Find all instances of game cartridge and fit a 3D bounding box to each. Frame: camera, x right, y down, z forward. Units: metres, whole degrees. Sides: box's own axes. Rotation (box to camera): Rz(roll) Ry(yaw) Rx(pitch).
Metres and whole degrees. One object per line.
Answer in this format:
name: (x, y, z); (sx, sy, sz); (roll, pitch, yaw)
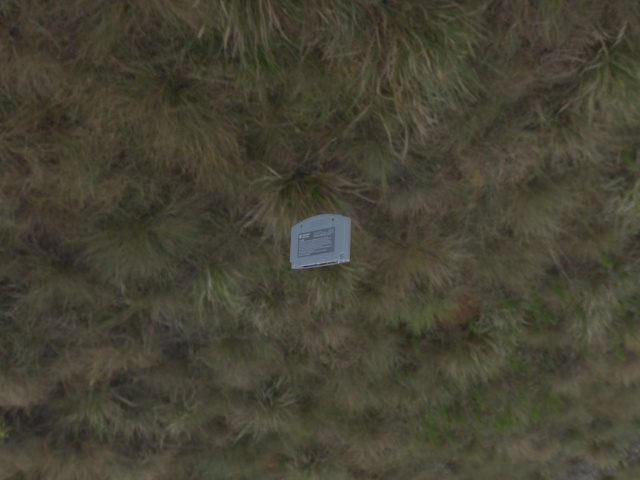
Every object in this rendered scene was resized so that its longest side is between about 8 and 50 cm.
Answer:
game cartridge: (0.000, 0.000, 0.662); (0.083, 0.055, 0.017); (-10, 166, 44)
